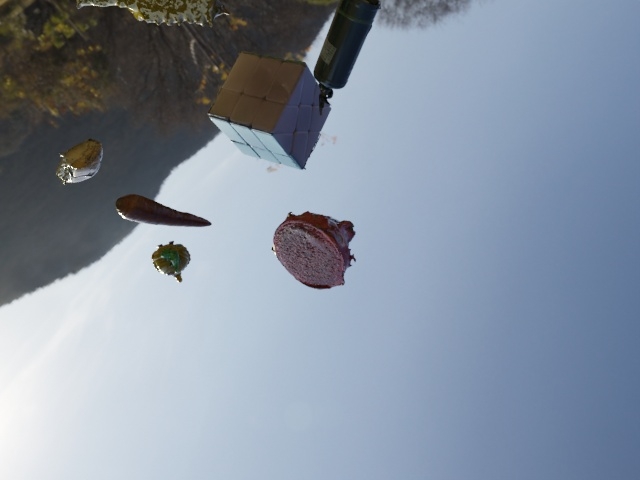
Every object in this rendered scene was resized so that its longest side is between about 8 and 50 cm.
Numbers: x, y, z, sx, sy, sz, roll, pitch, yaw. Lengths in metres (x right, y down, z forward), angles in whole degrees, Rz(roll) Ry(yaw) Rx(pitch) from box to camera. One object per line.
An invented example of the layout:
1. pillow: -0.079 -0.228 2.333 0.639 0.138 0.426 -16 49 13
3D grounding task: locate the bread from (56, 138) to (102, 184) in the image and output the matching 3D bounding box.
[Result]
1. bread: -0.429 -0.139 1.009 0.072 0.053 0.106 -46 -167 -36

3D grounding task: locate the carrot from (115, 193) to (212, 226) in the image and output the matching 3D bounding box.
1. carrot: -0.288 -0.047 1.068 0.048 0.216 0.048 -8 -104 36

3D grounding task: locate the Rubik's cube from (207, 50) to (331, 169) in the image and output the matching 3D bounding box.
1. Rubik's cube: -0.134 -0.362 1.584 0.224 0.231 0.221 19 -103 26

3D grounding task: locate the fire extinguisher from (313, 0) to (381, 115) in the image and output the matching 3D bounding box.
1. fire extinguisher: 0.046 -0.442 1.339 0.118 0.093 0.294 -106 -149 -43

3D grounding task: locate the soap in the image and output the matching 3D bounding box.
1. soap: -0.407 -0.579 1.295 0.304 0.169 0.339 -27 -136 -19

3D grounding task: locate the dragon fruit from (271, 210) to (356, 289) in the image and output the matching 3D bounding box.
1. dragon fruit: 0.000 0.000 0.987 0.153 0.153 0.111 -12 -158 41

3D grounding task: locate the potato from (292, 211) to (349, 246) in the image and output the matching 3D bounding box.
1. potato: -0.008 0.005 1.202 0.137 0.137 0.176 -42 -158 -6

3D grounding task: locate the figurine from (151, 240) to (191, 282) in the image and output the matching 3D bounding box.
1. figurine: -0.377 0.061 1.447 0.094 0.115 0.156 -28 -169 -21
